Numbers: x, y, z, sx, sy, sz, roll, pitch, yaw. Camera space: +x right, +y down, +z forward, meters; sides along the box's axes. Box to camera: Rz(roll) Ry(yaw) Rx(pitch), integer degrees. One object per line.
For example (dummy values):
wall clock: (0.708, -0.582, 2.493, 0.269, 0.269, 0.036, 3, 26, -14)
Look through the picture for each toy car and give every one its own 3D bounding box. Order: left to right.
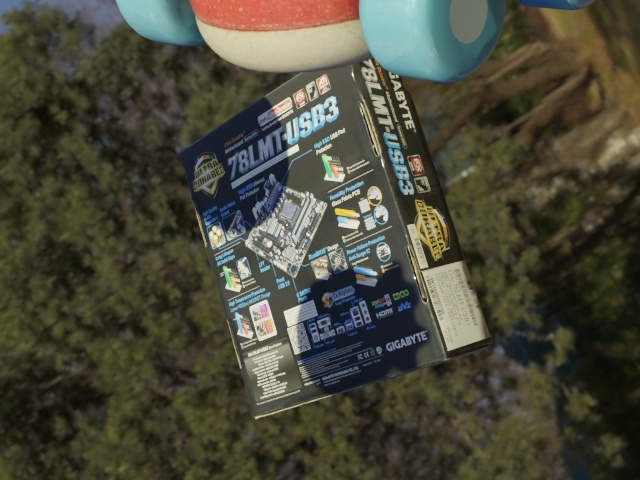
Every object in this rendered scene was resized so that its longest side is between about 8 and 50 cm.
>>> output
toy car: (0.009, -0.224, 0.630, 0.210, 0.219, 0.238, -33, -56, -39)

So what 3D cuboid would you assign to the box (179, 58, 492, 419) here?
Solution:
box: (0.000, 0.000, 1.192, 0.073, 0.295, 0.293, -9, -101, -41)
